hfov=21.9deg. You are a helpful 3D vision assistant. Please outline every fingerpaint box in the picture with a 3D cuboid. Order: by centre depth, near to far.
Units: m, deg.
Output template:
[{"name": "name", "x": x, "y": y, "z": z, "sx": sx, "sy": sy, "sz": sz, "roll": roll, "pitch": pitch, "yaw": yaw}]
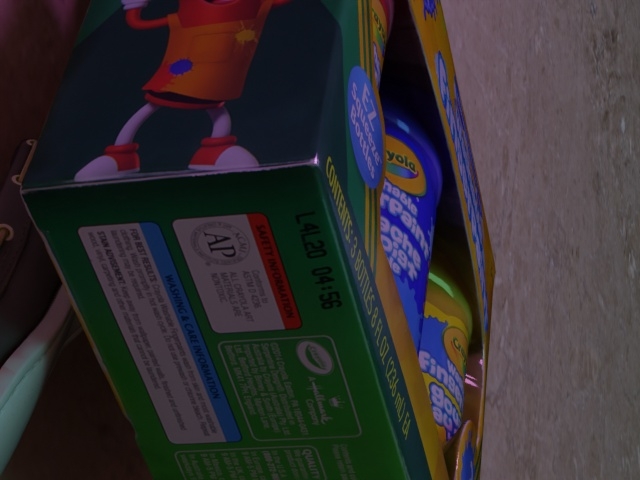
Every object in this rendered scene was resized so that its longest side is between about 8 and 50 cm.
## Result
[{"name": "fingerpaint box", "x": 0.000, "y": 0.000, "z": 1.048, "sx": 0.371, "sy": 0.163, "sz": 0.444, "roll": -80, "pitch": 160, "yaw": -46}]

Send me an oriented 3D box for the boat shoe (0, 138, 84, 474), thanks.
[{"name": "boat shoe", "x": -0.190, "y": 0.053, "z": 0.928, "sx": 0.305, "sy": 0.091, "sz": 0.109, "roll": -65, "pitch": 180, "yaw": -46}]
